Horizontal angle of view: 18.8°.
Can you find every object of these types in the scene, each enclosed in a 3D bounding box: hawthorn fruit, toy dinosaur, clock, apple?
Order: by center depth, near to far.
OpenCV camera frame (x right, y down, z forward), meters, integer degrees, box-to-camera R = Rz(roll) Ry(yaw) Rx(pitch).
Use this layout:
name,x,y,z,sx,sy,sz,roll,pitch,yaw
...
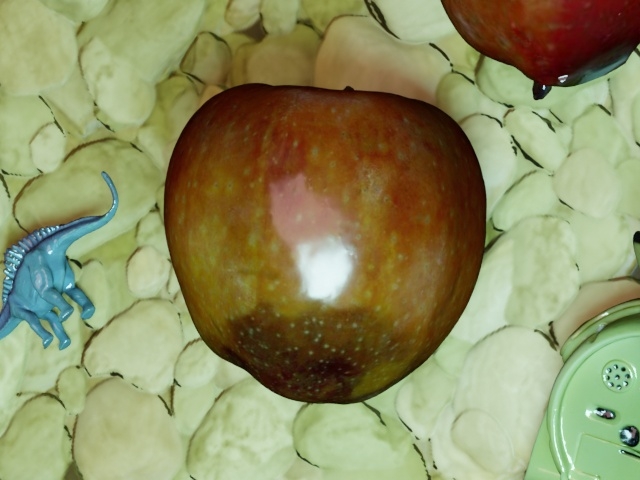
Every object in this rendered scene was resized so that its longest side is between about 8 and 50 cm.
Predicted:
name,x,y,z,sx,sy,sz,roll,pitch,yaw
clock,0.225,0.110,1.253,0.170,0.069,0.232,17,106,24
hawthorn fruit,0.158,-0.194,1.295,0.185,0.185,0.202,6,105,20
apple,0.000,0.000,1.296,0.230,0.230,0.230,-2,83,19
toy dinosaur,-0.208,0.034,1.458,0.080,0.045,0.197,46,109,22
